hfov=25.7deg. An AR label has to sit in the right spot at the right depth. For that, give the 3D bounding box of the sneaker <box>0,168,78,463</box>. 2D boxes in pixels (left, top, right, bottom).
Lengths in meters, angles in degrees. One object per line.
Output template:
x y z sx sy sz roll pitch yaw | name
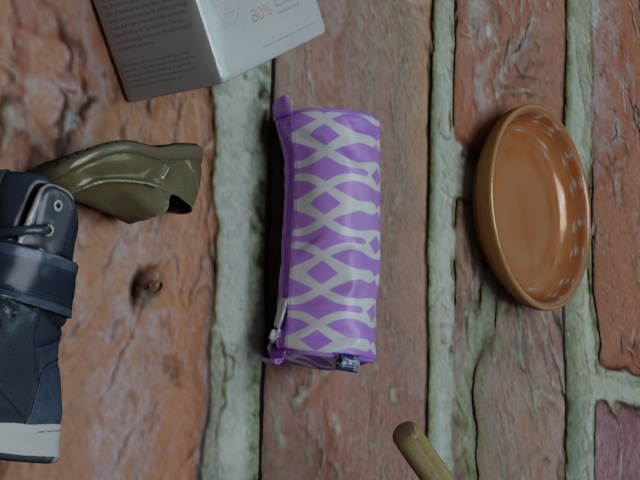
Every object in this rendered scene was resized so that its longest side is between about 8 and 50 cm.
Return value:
-0.201 0.035 0.743 0.226 0.086 0.163 27 69 -72 | sneaker

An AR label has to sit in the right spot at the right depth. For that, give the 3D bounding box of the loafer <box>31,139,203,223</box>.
-0.124 -0.036 0.913 0.148 0.056 0.050 -10 86 -53 | loafer

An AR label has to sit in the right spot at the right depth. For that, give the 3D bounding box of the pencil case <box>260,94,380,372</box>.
0.000 0.000 1.055 0.088 0.086 0.206 8 76 -24 | pencil case

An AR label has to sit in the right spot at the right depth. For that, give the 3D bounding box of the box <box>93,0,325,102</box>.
-0.088 -0.199 0.956 0.130 0.091 0.170 -34 112 -49 | box

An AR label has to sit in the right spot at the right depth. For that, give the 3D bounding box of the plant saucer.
0.202 -0.031 1.357 0.200 0.037 0.200 10 78 -52 | plant saucer

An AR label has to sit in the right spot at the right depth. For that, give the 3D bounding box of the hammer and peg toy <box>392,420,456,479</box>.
0.027 0.310 1.004 0.361 0.127 0.266 -53 123 -42 | hammer and peg toy
